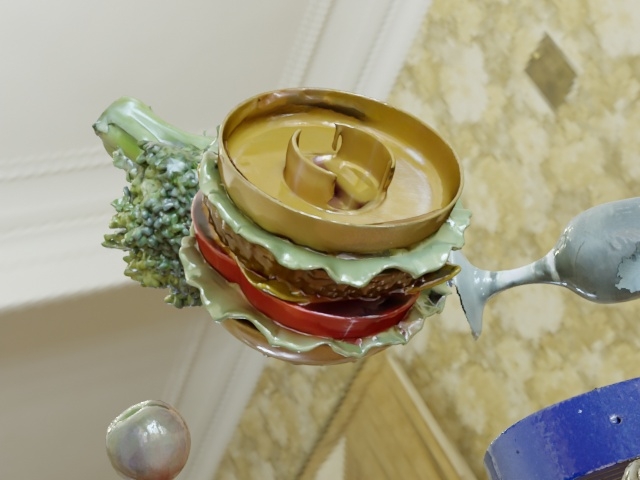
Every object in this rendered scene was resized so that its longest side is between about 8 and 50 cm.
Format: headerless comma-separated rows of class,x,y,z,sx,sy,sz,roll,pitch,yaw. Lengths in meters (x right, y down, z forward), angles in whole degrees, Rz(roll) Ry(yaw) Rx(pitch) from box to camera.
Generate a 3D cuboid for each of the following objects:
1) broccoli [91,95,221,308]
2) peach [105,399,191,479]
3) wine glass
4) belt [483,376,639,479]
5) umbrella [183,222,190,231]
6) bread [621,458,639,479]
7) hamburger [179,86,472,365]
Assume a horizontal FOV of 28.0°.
broccoli,-0.159,-0.065,1.776,0.338,0.317,0.277,-7,-47,-30
peach,-0.161,0.192,1.206,0.083,0.083,0.083,-23,-31,-15
wine glass,0.326,0.029,1.675,0.321,0.143,0.143,-17,-25,19
belt,0.380,0.270,1.577,0.346,0.117,0.212,-18,-40,2
umbrella,-0.097,0.022,1.334,0.013,0.122,0.022,-48,-10,-9
bread,0.368,0.257,1.170,0.337,0.183,0.102,-14,-34,-54
hamburger,0.000,0.000,1.232,0.274,0.274,0.212,-11,-48,-32
